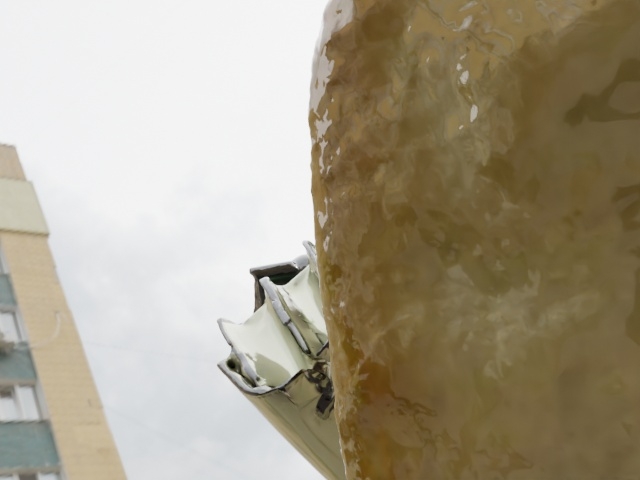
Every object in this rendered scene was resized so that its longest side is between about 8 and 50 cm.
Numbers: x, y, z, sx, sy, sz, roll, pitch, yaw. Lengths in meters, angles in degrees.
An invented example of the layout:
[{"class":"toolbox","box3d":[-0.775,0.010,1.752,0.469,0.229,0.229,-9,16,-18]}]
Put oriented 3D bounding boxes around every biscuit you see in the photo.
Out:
[{"class":"biscuit","box3d":[0.194,-0.055,0.459,0.429,0.447,0.104,-8,-4,22]}]

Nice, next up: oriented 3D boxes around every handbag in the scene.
[{"class":"handbag","box3d":[0.062,0.198,0.895,0.160,0.237,0.358,-42,-68,-1]}]

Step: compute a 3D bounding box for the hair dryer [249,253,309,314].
[{"class":"hair dryer","box3d":[0.000,0.000,1.253,0.244,0.303,0.116,-7,-44,-13]}]
